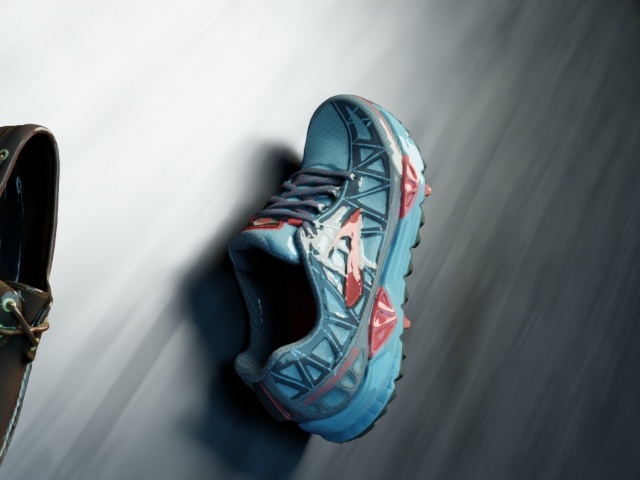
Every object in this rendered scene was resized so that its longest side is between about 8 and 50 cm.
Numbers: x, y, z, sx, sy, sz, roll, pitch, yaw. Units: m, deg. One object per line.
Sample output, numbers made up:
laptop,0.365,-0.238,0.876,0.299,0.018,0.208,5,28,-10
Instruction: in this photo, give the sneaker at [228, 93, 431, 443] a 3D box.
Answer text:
sneaker,0.000,0.000,0.941,0.125,0.104,0.261,26,55,-37

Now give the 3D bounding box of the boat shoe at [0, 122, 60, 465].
boat shoe,-0.181,0.031,0.736,0.073,0.073,0.207,33,51,-59
